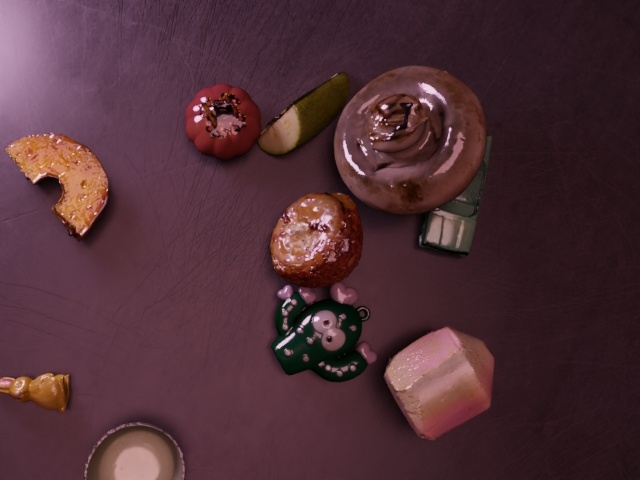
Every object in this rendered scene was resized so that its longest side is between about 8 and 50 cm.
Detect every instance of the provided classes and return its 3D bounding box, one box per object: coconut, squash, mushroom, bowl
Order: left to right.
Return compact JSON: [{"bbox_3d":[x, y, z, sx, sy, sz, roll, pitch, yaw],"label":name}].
[{"bbox_3d":[-0.396,0.496,1.568,0.211,0.112,0.211,1,82,-9],"label":"bowl"},{"bbox_3d":[-0.022,-0.308,1.794,0.093,0.169,0.252,51,44,-3],"label":"squash"},{"bbox_3d":[0.193,-0.241,1.656,0.362,0.294,0.362,-8,71,24],"label":"mushroom"},{"bbox_3d":[0.282,0.310,1.658,0.245,0.233,0.233,-32,89,-5],"label":"coconut"}]

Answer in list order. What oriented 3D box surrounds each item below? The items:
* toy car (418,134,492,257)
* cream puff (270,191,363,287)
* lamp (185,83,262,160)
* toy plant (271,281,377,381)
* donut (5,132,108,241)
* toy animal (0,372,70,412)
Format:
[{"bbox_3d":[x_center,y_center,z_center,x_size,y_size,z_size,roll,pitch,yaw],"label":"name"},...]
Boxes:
[{"bbox_3d":[0.332,-0.127,1.790,0.141,0.097,0.320,13,80,-7],"label":"toy car"},{"bbox_3d":[-0.001,0.000,1.661,0.164,0.240,0.240,26,76,-41],"label":"cream puff"},{"bbox_3d":[-0.227,-0.279,1.693,0.182,0.140,0.182,1,86,-7],"label":"lamp"},{"bbox_3d":[0.006,0.213,1.679,0.243,0.112,0.232,-4,88,-5],"label":"toy plant"},{"bbox_3d":[-0.561,-0.135,1.633,0.152,0.101,0.259,-37,89,-13],"label":"donut"},{"bbox_3d":[-0.631,0.329,1.576,0.159,0.070,0.083,4,83,-5],"label":"toy animal"}]
